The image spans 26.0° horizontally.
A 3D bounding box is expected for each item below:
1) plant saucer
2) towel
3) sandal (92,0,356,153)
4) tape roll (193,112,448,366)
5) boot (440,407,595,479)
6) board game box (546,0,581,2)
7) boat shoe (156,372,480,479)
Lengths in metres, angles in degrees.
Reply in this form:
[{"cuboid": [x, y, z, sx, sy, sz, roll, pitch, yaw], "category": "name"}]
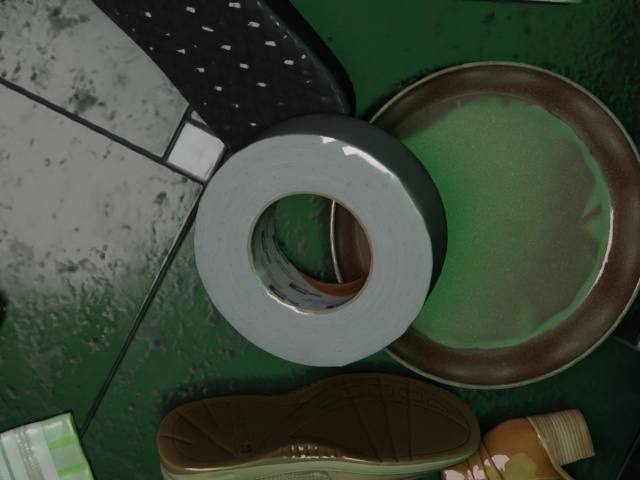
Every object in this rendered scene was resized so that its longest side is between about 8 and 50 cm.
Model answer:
[{"cuboid": [0.161, -0.014, 1.325, 0.310, 0.050, 0.311, -1, 96, -5], "category": "plant saucer"}, {"cuboid": [-0.292, 0.238, 1.321, 0.152, 0.023, 0.113, -19, 99, -3], "category": "towel"}, {"cuboid": [-0.127, -0.253, 1.241, 0.167, 0.107, 0.446, -25, 114, 22], "category": "sandal"}, {"cuboid": [0.000, 0.000, 1.243, 0.219, 0.072, 0.219, 6, 112, 15], "category": "tape roll"}, {"cuboid": [0.204, 0.271, 1.352, 0.152, 0.073, 0.197, -17, 86, -5], "category": "boot"}, {"cuboid": [0.199, -0.321, 1.220, 0.124, 0.039, 0.259, 2, 136, -6], "category": "board game box"}, {"cuboid": [-0.001, 0.201, 1.315, 0.302, 0.109, 0.098, -5, 136, -6], "category": "boat shoe"}]
